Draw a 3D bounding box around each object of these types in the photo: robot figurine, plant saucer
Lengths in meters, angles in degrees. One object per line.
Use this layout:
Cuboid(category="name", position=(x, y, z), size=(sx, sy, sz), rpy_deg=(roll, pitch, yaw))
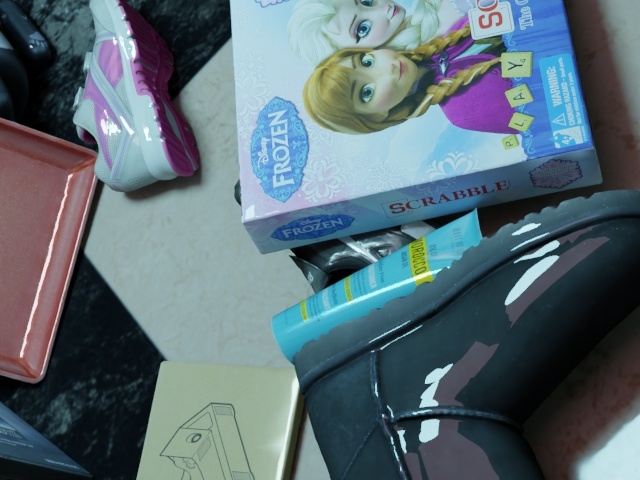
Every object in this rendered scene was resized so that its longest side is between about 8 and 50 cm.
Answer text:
Cuboid(category="robot figurine", position=(-0.435, -0.198, 1.685), size=(0.173, 0.209, 0.278), rpy_deg=(-52, 54, 21))
Cuboid(category="plant saucer", position=(-0.381, -0.007, 1.545), size=(0.048, 0.258, 0.259), rpy_deg=(-13, 61, 61))

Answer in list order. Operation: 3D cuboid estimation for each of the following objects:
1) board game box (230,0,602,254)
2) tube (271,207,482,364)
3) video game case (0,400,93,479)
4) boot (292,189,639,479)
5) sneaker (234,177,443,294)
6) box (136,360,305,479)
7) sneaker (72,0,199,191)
Cuboid(category="board game box", position=(0.077, -0.165, 1.393), size=(0.318, 0.066, 0.318), rpy_deg=(-13, 57, 11))
Cuboid(category="tube", position=(0.055, 0.043, 1.315), size=(0.207, 0.052, 0.080), rpy_deg=(-30, 34, 16))
Cuboid(category="video game case", position=(-0.375, 0.161, 1.478), size=(0.274, 0.196, 0.026), rpy_deg=(31, 91, 35))
Cuboid(category="boot", position=(0.181, 0.226, 1.169), size=(0.367, 0.146, 0.445), rpy_deg=(-32, 53, 25))
Cuboid(category="sneaker", position=(0.000, 0.000, 1.411), size=(0.234, 0.078, 0.106), rpy_deg=(18, 77, 31))
Cuboid(category="box", position=(-0.102, 0.216, 1.411), size=(0.164, 0.021, 0.201), rpy_deg=(1, 70, 29))
Cuboid(category="sneaker", position=(-0.218, -0.159, 1.586), size=(0.111, 0.103, 0.252), rpy_deg=(-26, 58, 16))
